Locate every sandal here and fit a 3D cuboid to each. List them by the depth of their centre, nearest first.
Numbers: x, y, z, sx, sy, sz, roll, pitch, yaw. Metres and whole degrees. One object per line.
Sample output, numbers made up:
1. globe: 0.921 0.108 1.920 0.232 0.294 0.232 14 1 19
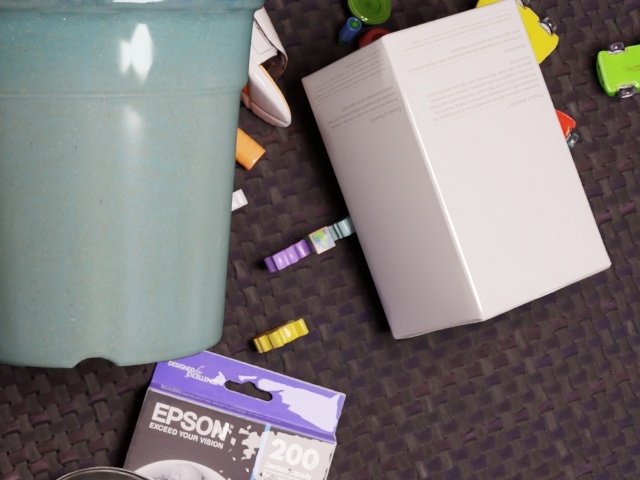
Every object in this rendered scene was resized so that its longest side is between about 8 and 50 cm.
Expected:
1. sandal: -0.100 -0.240 1.713 0.076 0.102 0.265 -38 86 -13

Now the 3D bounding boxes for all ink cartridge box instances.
1. ink cartridge box: -0.094 0.225 1.664 0.206 0.045 0.208 17 77 -6

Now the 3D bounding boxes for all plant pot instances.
1. plant pot: -0.222 -0.064 1.545 0.341 0.341 0.334 -2 99 -10

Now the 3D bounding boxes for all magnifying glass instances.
1. magnifying glass: -0.156 -0.159 1.728 0.231 0.026 0.092 40 76 -2

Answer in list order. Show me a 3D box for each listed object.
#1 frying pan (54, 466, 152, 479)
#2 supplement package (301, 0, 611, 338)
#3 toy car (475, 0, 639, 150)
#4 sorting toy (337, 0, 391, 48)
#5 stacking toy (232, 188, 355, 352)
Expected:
1. frying pan: -0.225 0.387 1.602 0.197 0.053 0.326 8 92 9
2. supplement package: 0.135 -0.070 1.655 0.177 0.175 0.293 -20 90 -31
3. toy car: 0.291 -0.176 1.796 0.225 0.053 0.239 -11 83 -12
4. sorting toy: 0.049 -0.228 1.773 0.061 0.042 0.102 -5 69 -26
5. stacking toy: 0.000 0.000 1.717 0.221 0.052 0.167 -25 93 -19
